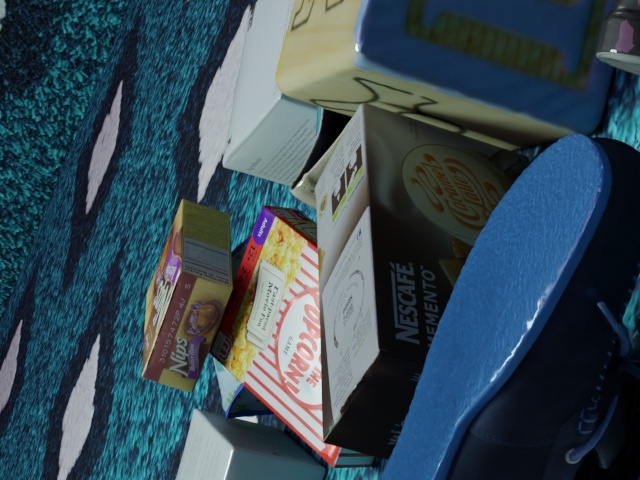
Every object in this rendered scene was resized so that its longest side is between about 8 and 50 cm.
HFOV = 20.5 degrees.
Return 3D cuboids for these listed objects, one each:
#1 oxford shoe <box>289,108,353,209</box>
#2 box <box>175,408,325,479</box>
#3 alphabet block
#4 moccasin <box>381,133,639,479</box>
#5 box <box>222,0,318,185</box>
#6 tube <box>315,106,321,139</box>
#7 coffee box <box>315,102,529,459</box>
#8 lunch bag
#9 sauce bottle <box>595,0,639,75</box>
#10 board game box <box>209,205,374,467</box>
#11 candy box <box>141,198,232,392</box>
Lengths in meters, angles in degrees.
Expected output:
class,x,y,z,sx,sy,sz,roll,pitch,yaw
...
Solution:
class,x,y,z,sx,sy,sz,roll,pitch,yaw
oxford shoe,0.075,-0.196,1.439,0.140,0.147,0.396,146,137,-66
box,-0.075,0.240,1.620,0.170,0.091,0.130,-154,79,-73
alphabet block,0.098,-0.180,1.276,0.197,0.192,0.193,174,113,-72
moccasin,0.129,0.086,1.052,0.137,0.117,0.342,-95,23,-52
box,-0.003,-0.165,1.723,0.182,0.119,0.181,139,143,-62
tube,0.021,-0.098,1.572,0.080,0.052,0.207,-58,-15,-25
coffee box,0.077,0.035,1.224,0.246,0.141,0.098,-91,23,-47
lunch bag,-0.046,0.074,1.632,0.151,0.096,0.128,111,148,-55
sauce bottle,0.238,-0.262,1.025,0.111,0.111,0.344,-158,84,-74
board game box,-0.004,0.078,1.480,0.193,0.045,0.146,37,113,43
candy box,-0.121,0.047,1.600,0.186,0.053,0.109,-96,27,-69
